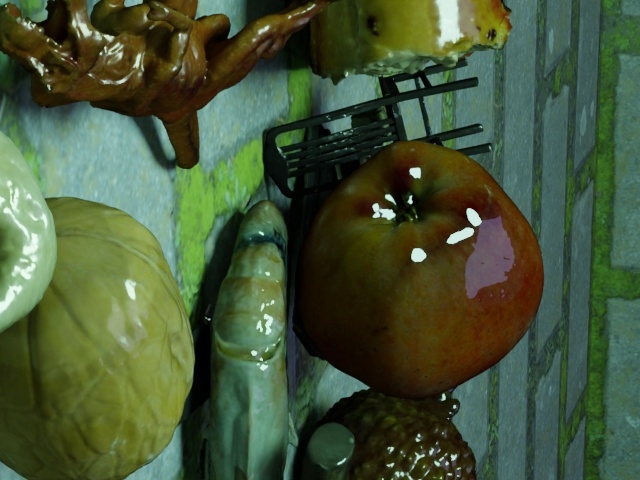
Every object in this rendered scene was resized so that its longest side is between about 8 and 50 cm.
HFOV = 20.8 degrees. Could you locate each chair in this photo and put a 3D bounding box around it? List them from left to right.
[{"bbox_3d":[0.050,-0.107,1.671,0.101,0.212,0.084,-96,172,-73],"label":"chair"}]

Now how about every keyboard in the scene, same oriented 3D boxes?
[{"bbox_3d":[-0.131,0.127,1.435,0.196,0.015,0.074,-39,136,-65],"label":"keyboard"},{"bbox_3d":[0.000,0.000,1.728,0.093,0.025,0.230,56,35,-59],"label":"keyboard"}]

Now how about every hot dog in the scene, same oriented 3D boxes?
[{"bbox_3d":[0.072,-0.337,1.586,0.367,0.196,0.365,-116,-159,-81],"label":"hot dog"}]

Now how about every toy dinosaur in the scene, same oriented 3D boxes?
[{"bbox_3d":[-0.079,-0.139,1.221,0.208,0.097,0.432,-43,164,7],"label":"toy dinosaur"}]

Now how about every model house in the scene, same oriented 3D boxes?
[{"bbox_3d":[0.044,-0.091,1.752,0.058,0.057,0.083,-28,111,-65],"label":"model house"}]

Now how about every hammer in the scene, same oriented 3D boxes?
[{"bbox_3d":[-0.014,0.305,1.605,0.440,0.044,0.168,100,4,-52],"label":"hammer"}]

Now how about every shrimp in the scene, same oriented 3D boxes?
[{"bbox_3d":[-0.055,0.145,1.566,0.247,0.085,0.360,54,39,-81],"label":"shrimp"}]

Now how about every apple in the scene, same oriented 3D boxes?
[{"bbox_3d":[0.084,0.029,1.577,0.234,0.234,0.234,5,90,-72],"label":"apple"}]

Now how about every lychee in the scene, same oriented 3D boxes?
[{"bbox_3d":[0.072,0.241,1.802,0.238,0.200,0.200,-59,157,-8],"label":"lychee"}]

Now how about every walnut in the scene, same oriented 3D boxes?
[{"bbox_3d":[-0.161,0.064,1.103,0.197,0.165,0.165,72,30,-50],"label":"walnut"}]

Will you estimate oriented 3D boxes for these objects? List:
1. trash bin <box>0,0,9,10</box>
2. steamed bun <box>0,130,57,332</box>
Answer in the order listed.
[{"bbox_3d":[-0.213,-0.213,1.015,0.130,0.059,0.116,64,38,-59],"label":"trash bin"},{"bbox_3d":[-0.230,-0.024,0.902,0.172,0.141,0.155,-48,135,-56],"label":"steamed bun"}]
